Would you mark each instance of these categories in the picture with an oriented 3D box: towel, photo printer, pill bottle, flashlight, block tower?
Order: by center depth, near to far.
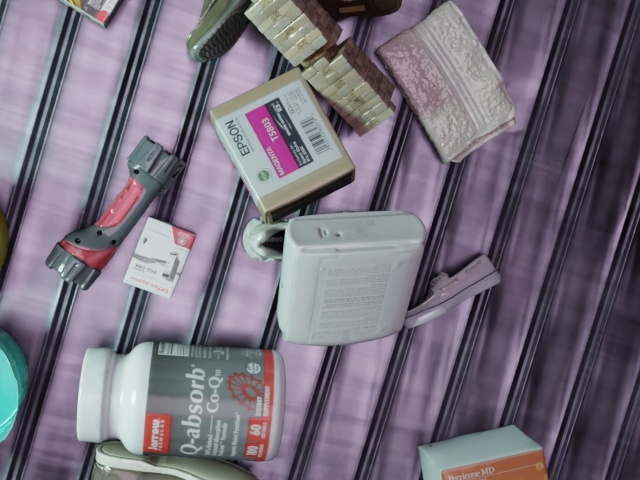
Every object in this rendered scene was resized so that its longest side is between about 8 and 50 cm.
[{"bbox_3d":[-0.255,0.297,1.643,0.363,0.210,0.210,5,94,-9],"label":"pill bottle"},{"bbox_3d":[0.004,-0.353,1.647,0.091,0.097,0.335,-32,112,32],"label":"block tower"},{"bbox_3d":[0.049,0.084,1.654,0.256,0.107,0.307,-4,138,-11],"label":"photo printer"},{"bbox_3d":[-0.388,-0.055,1.654,0.103,0.103,0.304,33,87,19],"label":"flashlight"},{"bbox_3d":[0.256,-0.309,1.753,0.187,0.049,0.282,-34,98,-5],"label":"towel"}]

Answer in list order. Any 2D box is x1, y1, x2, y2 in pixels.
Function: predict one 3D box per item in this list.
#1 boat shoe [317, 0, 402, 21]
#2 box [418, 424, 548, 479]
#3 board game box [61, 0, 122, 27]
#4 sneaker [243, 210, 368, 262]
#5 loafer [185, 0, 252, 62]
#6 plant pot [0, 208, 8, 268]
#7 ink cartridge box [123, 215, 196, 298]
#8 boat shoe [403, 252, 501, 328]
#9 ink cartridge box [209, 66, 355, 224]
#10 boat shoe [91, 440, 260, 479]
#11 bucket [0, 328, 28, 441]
[{"bbox_3d":[0.026,-0.478,1.698,0.257,0.095,0.095,-1,59,-2],"label":"boat shoe"},{"bbox_3d":[0.343,0.576,1.775,0.215,0.168,0.345,-11,96,-7],"label":"box"},{"bbox_3d":[-0.404,-0.576,1.631,0.193,0.053,0.305,31,90,-9],"label":"board game box"},{"bbox_3d":[0.000,0.000,1.706,0.292,0.118,0.110,-5,93,-9],"label":"sneaker"},{"bbox_3d":[-0.178,-0.445,1.667,0.087,0.094,0.251,34,79,15],"label":"loafer"},{"bbox_3d":[-0.698,0.005,1.540,0.254,0.239,0.254,-1,95,-9],"label":"plant pot"},{"bbox_3d":[-0.307,0.033,1.691,0.099,0.056,0.135,21,91,-10],"label":"ink cartridge box"},{"bbox_3d":[0.252,0.100,1.778,0.226,0.083,0.075,-26,86,-17],"label":"boat shoe"},{"bbox_3d":[-0.071,-0.178,1.660,0.193,0.088,0.234,-28,78,-7],"label":"ink cartridge box"},{"bbox_3d":[-0.279,0.471,1.704,0.324,0.116,0.096,12,97,-5],"label":"boat shoe"},{"bbox_3d":[-0.668,0.268,1.594,0.281,0.183,0.281,-1,94,-9],"label":"bucket"}]
